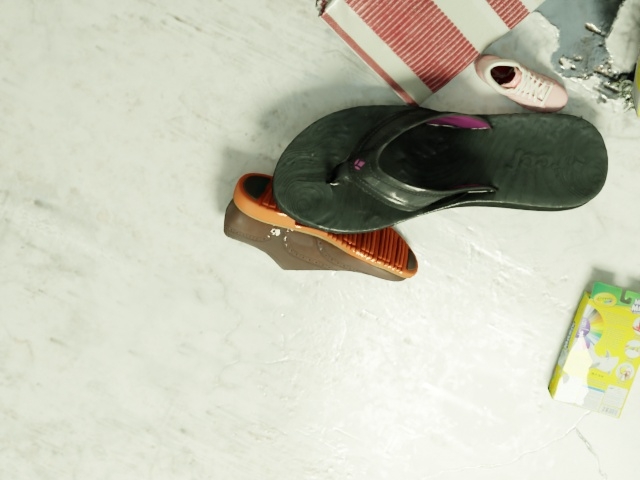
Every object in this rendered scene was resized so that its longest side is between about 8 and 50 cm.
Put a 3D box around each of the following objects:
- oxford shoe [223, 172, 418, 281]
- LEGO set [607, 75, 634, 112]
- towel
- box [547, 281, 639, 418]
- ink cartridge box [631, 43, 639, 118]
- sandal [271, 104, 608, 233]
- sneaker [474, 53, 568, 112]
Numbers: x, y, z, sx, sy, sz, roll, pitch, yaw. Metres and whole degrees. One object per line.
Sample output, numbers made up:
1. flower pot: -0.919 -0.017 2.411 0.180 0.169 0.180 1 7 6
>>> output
1. oxford shoe: 0.000 0.000 1.752 0.271 0.097 0.098 24 127 -7
2. LEGO set: 0.426 -0.196 1.733 0.083 0.023 0.054 -2 104 -1
3. towel: 0.177 -0.335 1.632 0.329 0.037 0.237 -40 133 12
4. box: 0.395 0.148 1.808 0.105 0.043 0.179 17 105 -5
5. ink cartridge box: 0.550 -0.282 1.580 0.303 0.072 0.307 -4 144 3
6. sandal: 0.157 -0.110 1.679 0.445 0.107 0.167 -6 78 -6
7. sneaker: 0.268 -0.202 1.705 0.134 0.070 0.051 25 100 -8
